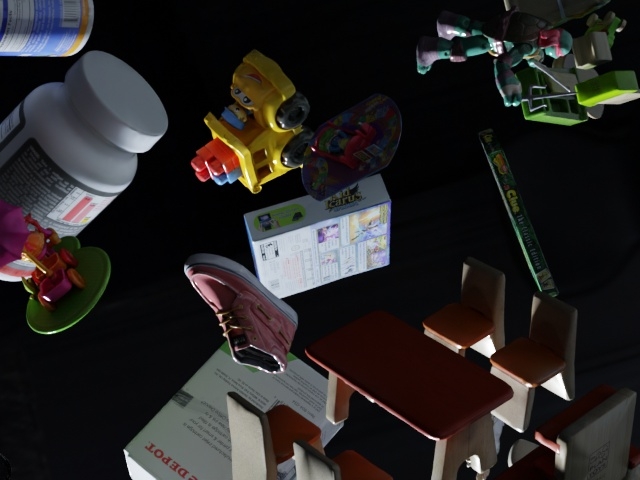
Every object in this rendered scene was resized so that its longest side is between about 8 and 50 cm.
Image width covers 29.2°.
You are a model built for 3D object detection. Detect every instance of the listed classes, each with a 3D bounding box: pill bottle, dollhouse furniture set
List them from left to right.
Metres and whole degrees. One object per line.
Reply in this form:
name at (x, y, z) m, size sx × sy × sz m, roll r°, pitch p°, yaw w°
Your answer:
pill bottle at (-0.514, -0.371, 1.960) m, size 0.152 × 0.272 × 0.152 m, roll 8°, pitch 101°, yaw 44°
pill bottle at (-0.423, -0.117, 1.944) m, size 0.210 × 0.363 × 0.210 m, roll 40°, pitch -156°, yaw -22°
dollhouse furniture set at (0.099, 0.118, 0.886) m, size 0.259 × 0.262 × 0.135 m, roll 29°, pitch 134°, yaw 42°
dollhouse furniture set at (0.435, -0.368, 2.085) m, size 0.151 × 0.198 × 0.301 m, roll -4°, pitch -100°, yaw -48°

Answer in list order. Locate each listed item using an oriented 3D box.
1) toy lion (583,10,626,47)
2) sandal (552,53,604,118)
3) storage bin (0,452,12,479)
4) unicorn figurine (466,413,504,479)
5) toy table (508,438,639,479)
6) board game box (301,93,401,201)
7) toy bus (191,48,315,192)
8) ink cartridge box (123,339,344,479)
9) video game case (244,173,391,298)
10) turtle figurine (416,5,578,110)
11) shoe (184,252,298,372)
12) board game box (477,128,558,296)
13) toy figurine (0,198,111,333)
toy lion at (0.468, -0.337, 2.073) m, size 0.034 × 0.096 × 0.100 m, roll 30°, pitch 180°, yaw -16°
sandal at (0.484, -0.308, 2.409) m, size 0.240 × 0.079 × 0.088 m, roll 26°, pitch -106°, yaw -56°
storage bin at (-0.486, 0.266, 1.507) m, size 0.084 × 0.122 × 0.180 m, roll 8°, pitch 142°, yaw 50°
unicorn figurine at (0.250, 0.261, 1.761) m, size 0.111 × 0.060 × 0.162 m, roll -15°, pitch -48°, yaw -64°
toy table at (0.320, 0.348, 1.412) m, size 0.274 × 0.252 × 0.160 m, roll 128°, pitch 165°, yaw -73°
board game box at (0.031, -0.133, 1.639) m, size 0.033 × 0.169 × 0.133 m, roll 36°, pitch -141°, yaw -40°
toy bus at (-0.132, -0.191, 2.141) m, size 0.149 × 0.211 × 0.220 m, roll 47°, pitch 162°, yaw 32°
ink cartridge box at (-0.121, 0.286, 1.786) m, size 0.198 × 0.273 × 0.114 m, roll 35°, pitch 152°, yaw 17°
video game case at (0.000, 0.000, 2.163) m, size 0.269 × 0.244 × 0.061 m, roll 85°, pitch 167°, yaw -65°
turtle figurine at (0.259, -0.260, 1.673) m, size 0.175 × 0.234 × 0.118 m, roll -34°, pitch -49°, yaw -53°
shoe at (-0.098, 0.090, 1.482) m, size 0.178 × 0.063 × 0.081 m, roll 39°, pitch -136°, yaw -33°
board game box at (0.314, -0.044, 1.958) m, size 0.136 × 0.030 × 0.259 m, roll -98°, pitch -16°, yaw -70°
toy figurine at (-0.358, 0.004, 1.490) m, size 0.159 × 0.130 × 0.173 m, roll 49°, pitch -174°, yaw -38°
